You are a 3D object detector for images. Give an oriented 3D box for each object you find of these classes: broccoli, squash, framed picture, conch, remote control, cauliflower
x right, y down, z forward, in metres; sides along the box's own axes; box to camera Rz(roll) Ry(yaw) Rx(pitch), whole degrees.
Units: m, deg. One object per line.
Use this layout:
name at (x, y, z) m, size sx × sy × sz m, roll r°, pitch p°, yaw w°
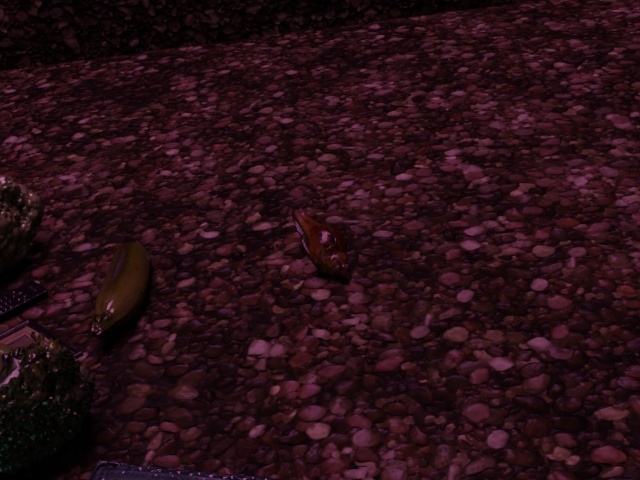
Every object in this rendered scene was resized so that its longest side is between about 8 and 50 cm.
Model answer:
broccoli at (-0.498, 0.244, 1.515) m, size 0.260 × 0.288 × 0.235 m, roll 6°, pitch 70°, yaw 28°
squash at (-0.377, 0.093, 1.921) m, size 0.094 × 0.094 × 0.341 m, roll -7°, pitch 26°, yaw 4°
framed picture at (-0.563, 0.218, 1.820) m, size 0.195 × 0.010 × 0.199 m, roll -30°, pitch 35°, yaw -34°
conch at (0.006, 0.002, 1.976) m, size 0.080 × 0.086 × 0.233 m, roll -14°, pitch 30°, yaw -9°
remote control at (-0.651, 0.147, 1.962) m, size 0.063 × 0.025 × 0.245 m, roll 20°, pitch 39°, yaw 41°
cauliflower at (-0.758, -0.049, 2.111) m, size 0.281 × 0.260 × 0.327 m, roll 20°, pitch 18°, yaw 35°

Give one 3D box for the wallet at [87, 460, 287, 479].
wallet at (-0.176, 0.405, 1.300) m, size 0.342 × 0.075 × 0.237 m, roll 2°, pitch 36°, yaw 15°
